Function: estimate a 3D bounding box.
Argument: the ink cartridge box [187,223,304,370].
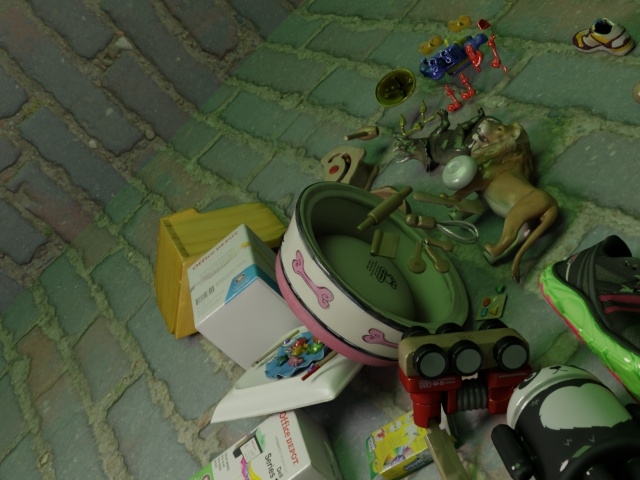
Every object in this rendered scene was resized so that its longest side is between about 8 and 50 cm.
[{"bbox_3d":[-0.183,0.135,2.264,0.198,0.197,0.270,-39,30,10],"label":"ink cartridge box"}]

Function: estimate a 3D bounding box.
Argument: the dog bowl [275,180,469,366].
[{"bbox_3d":[0.089,0.075,1.833,0.150,0.408,0.408,-51,23,29],"label":"dog bowl"}]

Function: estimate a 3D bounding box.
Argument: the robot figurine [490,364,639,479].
[{"bbox_3d":[0.386,0.302,1.360,0.173,0.209,0.278,-51,27,15],"label":"robot figurine"}]

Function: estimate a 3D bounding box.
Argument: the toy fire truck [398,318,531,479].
[{"bbox_3d":[0.252,0.281,1.589,0.217,0.246,0.158,-5,16,-8],"label":"toy fire truck"}]

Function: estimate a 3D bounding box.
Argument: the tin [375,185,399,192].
[{"bbox_3d":[0.133,-0.058,2.286,0.106,0.040,0.189,-8,45,52],"label":"tin"}]

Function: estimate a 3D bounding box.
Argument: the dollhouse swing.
[{"bbox_3d":[-0.283,0.075,2.610,0.347,0.305,0.315,-135,49,-61],"label":"dollhouse swing"}]

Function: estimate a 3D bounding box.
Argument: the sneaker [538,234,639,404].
[{"bbox_3d":[0.512,0.124,1.428,0.202,0.185,0.482,-42,31,7],"label":"sneaker"}]

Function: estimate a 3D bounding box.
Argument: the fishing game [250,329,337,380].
[{"bbox_3d":[-0.037,0.217,1.893,0.189,0.041,0.264,-35,14,-19],"label":"fishing game"}]

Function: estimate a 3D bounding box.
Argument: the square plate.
[{"bbox_3d":[-0.031,0.251,1.953,0.344,0.049,0.347,-18,15,37],"label":"square plate"}]

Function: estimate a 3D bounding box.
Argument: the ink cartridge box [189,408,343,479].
[{"bbox_3d":[-0.109,0.479,1.809,0.278,0.117,0.201,-39,30,7],"label":"ink cartridge box"}]

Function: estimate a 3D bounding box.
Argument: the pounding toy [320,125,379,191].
[{"bbox_3d":[0.047,-0.199,2.449,0.154,0.155,0.269,-7,46,41],"label":"pounding toy"}]

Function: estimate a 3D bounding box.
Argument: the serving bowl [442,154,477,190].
[{"bbox_3d":[0.288,-0.147,1.943,0.083,0.027,0.083,-30,41,31],"label":"serving bowl"}]

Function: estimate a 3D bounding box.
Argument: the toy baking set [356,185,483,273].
[{"bbox_3d":[0.199,-0.025,1.809,0.256,0.197,0.030,-44,-19,-33],"label":"toy baking set"}]

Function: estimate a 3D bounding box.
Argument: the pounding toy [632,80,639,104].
[{"bbox_3d":[0.698,-0.292,1.803,0.183,0.110,0.236,-30,32,23],"label":"pounding toy"}]

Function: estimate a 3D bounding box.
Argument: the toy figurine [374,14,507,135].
[{"bbox_3d":[0.347,-0.451,2.476,0.363,0.191,0.217,-34,0,31],"label":"toy figurine"}]

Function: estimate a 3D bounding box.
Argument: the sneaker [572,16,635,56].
[{"bbox_3d":[0.644,-0.482,2.141,0.069,0.084,0.185,-49,30,-8],"label":"sneaker"}]

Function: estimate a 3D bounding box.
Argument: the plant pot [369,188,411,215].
[{"bbox_3d":[0.124,0.003,2.136,0.237,0.110,0.237,-28,37,23],"label":"plant pot"}]

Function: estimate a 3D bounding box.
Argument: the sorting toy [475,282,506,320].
[{"bbox_3d":[0.337,0.120,1.822,0.062,0.012,0.083,-15,40,41],"label":"sorting toy"}]

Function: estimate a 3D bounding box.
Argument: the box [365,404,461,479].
[{"bbox_3d":[0.164,0.368,1.690,0.179,0.043,0.105,-31,32,17],"label":"box"}]

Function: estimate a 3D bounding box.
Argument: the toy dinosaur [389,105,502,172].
[{"bbox_3d":[0.326,-0.233,2.222,0.314,0.121,0.160,6,68,48],"label":"toy dinosaur"}]

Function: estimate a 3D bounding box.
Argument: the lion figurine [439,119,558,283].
[{"bbox_3d":[0.398,-0.089,1.925,0.240,0.142,0.392,-34,44,3],"label":"lion figurine"}]
